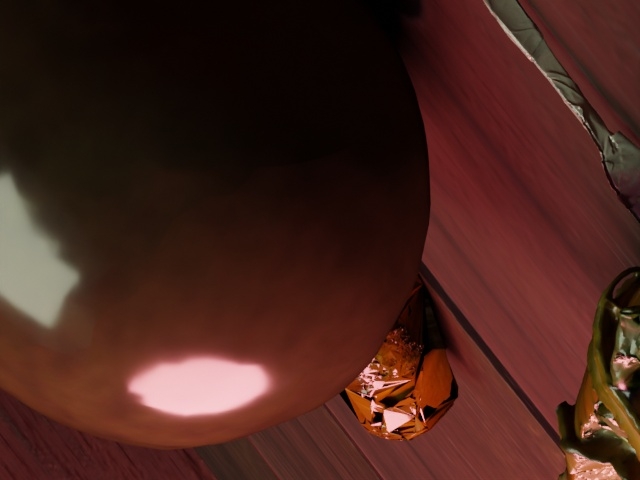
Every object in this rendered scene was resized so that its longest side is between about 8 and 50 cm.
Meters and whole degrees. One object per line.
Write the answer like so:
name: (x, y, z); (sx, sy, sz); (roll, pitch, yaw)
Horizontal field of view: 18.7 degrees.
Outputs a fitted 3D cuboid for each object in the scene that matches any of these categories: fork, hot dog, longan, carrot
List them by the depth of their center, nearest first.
fork: (0.082, -0.047, 0.632); (0.115, 0.016, 0.012); (55, 176, 0)
hot dog: (0.130, 0.071, 0.651); (0.109, 0.072, 0.269); (46, 167, 21)
longan: (-0.070, -0.039, 0.754); (0.248, 0.248, 0.248); (50, 168, 15)
carrot: (-0.001, 0.001, 0.961); (0.228, 0.069, 0.069); (59, 166, -22)
